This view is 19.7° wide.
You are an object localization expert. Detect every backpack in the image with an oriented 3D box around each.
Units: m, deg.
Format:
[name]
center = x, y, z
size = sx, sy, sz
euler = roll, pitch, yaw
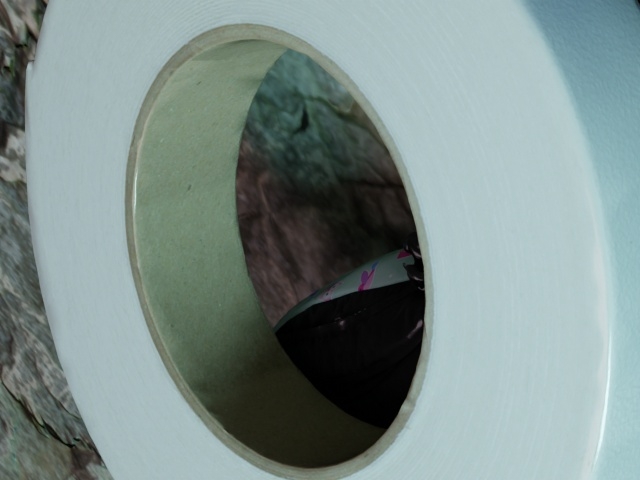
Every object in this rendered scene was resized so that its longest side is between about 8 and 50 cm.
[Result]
[backpack]
center = 0.056, 0.070, 0.935
size = 0.182, 0.115, 0.152
euler = -15, 92, 47

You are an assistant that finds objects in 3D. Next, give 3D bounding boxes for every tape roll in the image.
[tape roll]
center = 0.000, 0.000, 0.838
size = 0.392, 0.072, 0.392
euler = 17, 114, 44
